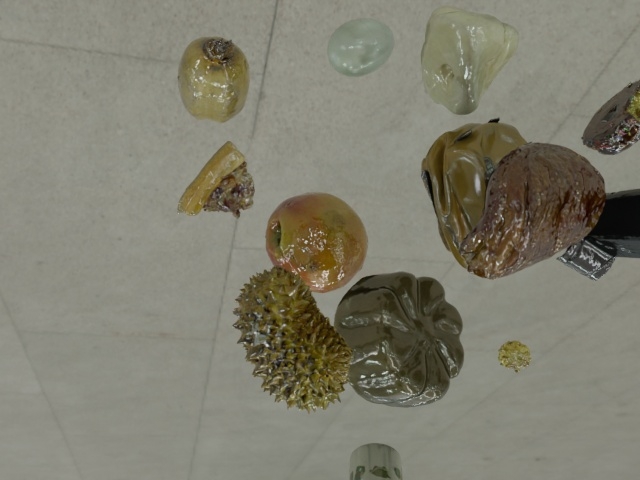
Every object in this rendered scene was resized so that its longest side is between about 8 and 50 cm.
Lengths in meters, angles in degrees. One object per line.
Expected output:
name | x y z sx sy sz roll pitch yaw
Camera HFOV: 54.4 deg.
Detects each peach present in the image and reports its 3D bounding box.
peach | -0.001 0.002 2.063 0.372 0.373 0.290 18 120 -29

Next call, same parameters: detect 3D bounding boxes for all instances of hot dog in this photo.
hot dog | 0.408 -0.051 1.234 0.387 0.174 0.267 -15 133 -42

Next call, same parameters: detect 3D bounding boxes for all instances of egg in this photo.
egg | 0.114 -0.536 1.723 0.209 0.151 0.151 -30 157 -26

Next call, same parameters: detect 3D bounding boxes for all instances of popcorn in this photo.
popcorn | 0.490 0.294 1.580 0.082 0.057 0.083 38 112 -18

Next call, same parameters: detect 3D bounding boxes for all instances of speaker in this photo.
speaker | 0.766 -0.006 1.472 0.180 0.184 0.388 27 171 -14

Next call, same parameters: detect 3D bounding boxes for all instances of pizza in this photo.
pizza | -0.160 -0.084 1.102 0.154 0.069 0.194 -52 160 5

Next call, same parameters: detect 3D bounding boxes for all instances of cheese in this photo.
cheese | 0.354 -0.471 1.480 0.251 0.173 0.248 -45 147 -6

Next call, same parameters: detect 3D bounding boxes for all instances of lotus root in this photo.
lotus root | -0.251 -0.390 1.473 0.169 0.152 0.343 7 163 -9

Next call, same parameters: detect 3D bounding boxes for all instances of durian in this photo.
durian | -0.058 0.168 0.992 0.183 0.250 0.138 -40 169 12

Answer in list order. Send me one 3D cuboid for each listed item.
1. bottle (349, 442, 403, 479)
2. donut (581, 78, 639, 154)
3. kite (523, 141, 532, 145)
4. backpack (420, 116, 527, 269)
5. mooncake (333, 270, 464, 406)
bottle | 0.116 0.558 1.289 0.120 0.253 0.120 2 126 3
donut | 0.838 -0.328 1.730 0.096 0.230 0.216 35 146 -7
kite | 0.426 -0.184 1.317 0.044 0.002 0.078 -33 157 -17
backpack | 0.422 -0.116 1.585 0.201 0.353 0.378 -1 114 47
mooncake | 0.225 0.264 1.700 0.378 0.378 0.200 22 155 -34
